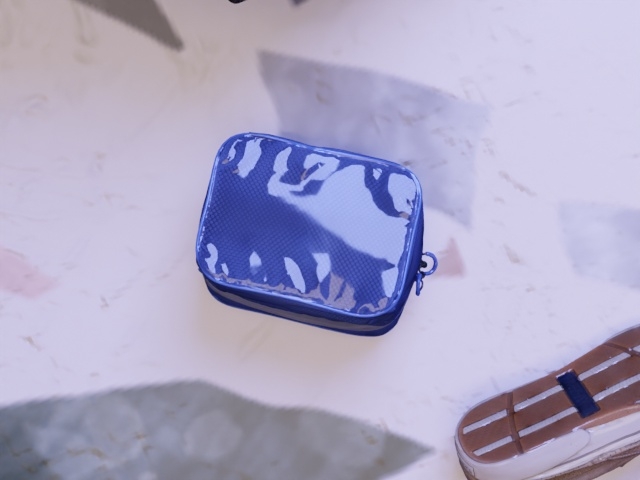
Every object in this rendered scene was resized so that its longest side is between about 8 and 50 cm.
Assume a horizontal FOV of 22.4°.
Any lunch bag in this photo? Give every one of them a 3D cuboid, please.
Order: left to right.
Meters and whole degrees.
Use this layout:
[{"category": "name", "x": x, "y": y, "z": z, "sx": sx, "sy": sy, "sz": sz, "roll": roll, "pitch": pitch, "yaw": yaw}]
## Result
[{"category": "lunch bag", "x": 0.000, "y": 0.000, "z": 0.665, "sx": 0.098, "sy": 0.065, "sz": 0.067, "roll": 15, "pitch": 79, "yaw": 3}]

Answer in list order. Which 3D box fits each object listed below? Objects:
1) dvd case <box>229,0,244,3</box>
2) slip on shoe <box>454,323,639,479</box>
[{"category": "dvd case", "x": 0.025, "y": -0.219, "z": 0.609, "sx": 0.253, "sy": 0.022, "sz": 0.180, "roll": -31, "pitch": 91, "yaw": -23}, {"category": "slip on shoe", "x": 0.123, "y": 0.074, "z": 0.676, "sx": 0.135, "sy": 0.051, "sz": 0.041, "roll": -23, "pitch": 132, "yaw": -3}]
